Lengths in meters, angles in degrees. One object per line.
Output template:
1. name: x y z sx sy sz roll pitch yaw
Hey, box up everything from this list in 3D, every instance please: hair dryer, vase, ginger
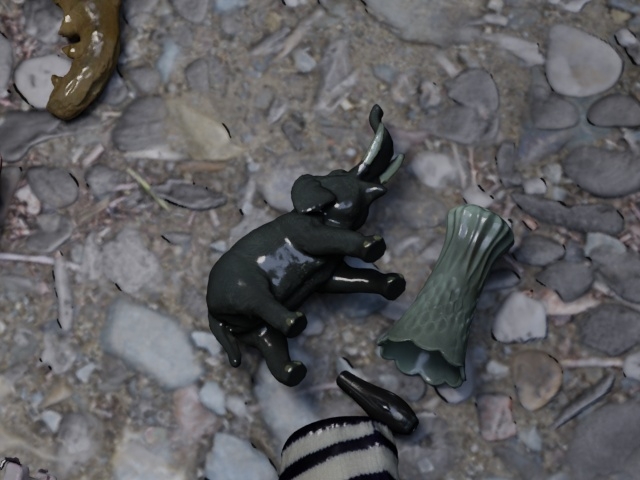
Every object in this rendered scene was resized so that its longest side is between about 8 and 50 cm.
1. hair dryer: 0.032 0.158 1.373 0.079 0.031 0.083 31 81 22
2. vase: 0.113 0.042 1.389 0.081 0.081 0.148 23 67 8
3. ginger: -0.215 -0.195 1.488 0.069 0.051 0.173 -3 68 3

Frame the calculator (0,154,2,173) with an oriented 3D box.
1. calculator: -0.416 0.041 1.407 0.220 0.048 0.329 23 74 7

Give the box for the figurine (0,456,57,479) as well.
1. figurine: -0.221 0.306 1.258 0.182 0.144 0.256 21 75 3

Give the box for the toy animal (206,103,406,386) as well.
1. toy animal: 0.008 0.002 1.382 0.137 0.082 0.269 30 72 39

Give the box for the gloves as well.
1. gloves: 0.022 0.258 1.270 0.140 0.131 0.218 -14 53 15
